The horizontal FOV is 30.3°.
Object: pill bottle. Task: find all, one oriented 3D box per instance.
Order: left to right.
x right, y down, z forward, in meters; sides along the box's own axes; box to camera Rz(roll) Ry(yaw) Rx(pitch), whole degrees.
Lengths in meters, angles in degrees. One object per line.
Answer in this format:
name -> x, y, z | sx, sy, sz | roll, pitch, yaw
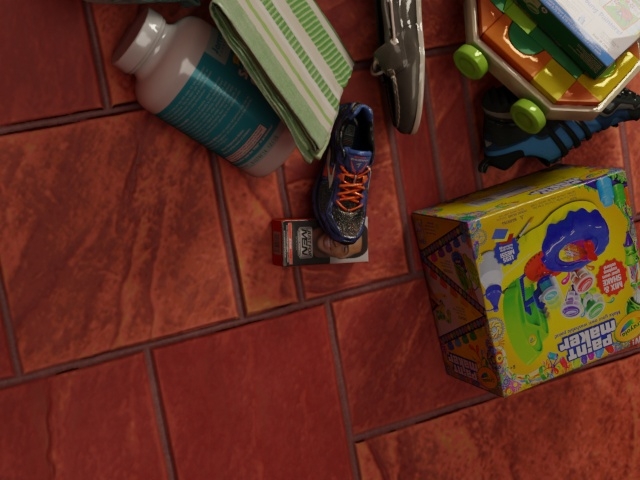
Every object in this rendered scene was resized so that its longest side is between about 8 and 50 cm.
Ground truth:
pill bottle -> -0.151, -0.209, 1.623 | 0.264, 0.146, 0.146 | 32, 82, -24

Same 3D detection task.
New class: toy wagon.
toy wagon -> 0.319, -0.335, 1.788 | 0.344, 0.068, 0.267 | 44, 71, 4

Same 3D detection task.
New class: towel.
towel -> -0.046, -0.270, 1.597 | 0.038, 0.325, 0.248 | -26, 113, 22

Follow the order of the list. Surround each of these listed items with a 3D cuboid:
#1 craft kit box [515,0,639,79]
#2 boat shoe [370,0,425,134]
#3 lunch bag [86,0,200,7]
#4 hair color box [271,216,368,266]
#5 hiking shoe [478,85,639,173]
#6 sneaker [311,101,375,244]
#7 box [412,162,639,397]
craft kit box -> 0.407, -0.404, 1.761 | 0.246, 0.061, 0.250 | -41, 84, -17
boat shoe -> 0.103, -0.324, 1.755 | 0.095, 0.112, 0.335 | 1, 90, -6
lunch bag -> -0.219, -0.414, 1.537 | 0.279, 0.108, 0.224 | -19, 100, -52
hair color box -> 0.000, 0.000, 1.768 | 0.141, 0.043, 0.072 | -4, 96, -24
hiking shoe -> 0.383, -0.189, 1.901 | 0.304, 0.113, 0.132 | -6, 120, -22
sneaker -> 0.039, -0.103, 1.730 | 0.083, 0.087, 0.221 | 4, 79, -19
box -> 0.333, 0.054, 1.851 | 0.290, 0.177, 0.279 | -19, 104, -21
